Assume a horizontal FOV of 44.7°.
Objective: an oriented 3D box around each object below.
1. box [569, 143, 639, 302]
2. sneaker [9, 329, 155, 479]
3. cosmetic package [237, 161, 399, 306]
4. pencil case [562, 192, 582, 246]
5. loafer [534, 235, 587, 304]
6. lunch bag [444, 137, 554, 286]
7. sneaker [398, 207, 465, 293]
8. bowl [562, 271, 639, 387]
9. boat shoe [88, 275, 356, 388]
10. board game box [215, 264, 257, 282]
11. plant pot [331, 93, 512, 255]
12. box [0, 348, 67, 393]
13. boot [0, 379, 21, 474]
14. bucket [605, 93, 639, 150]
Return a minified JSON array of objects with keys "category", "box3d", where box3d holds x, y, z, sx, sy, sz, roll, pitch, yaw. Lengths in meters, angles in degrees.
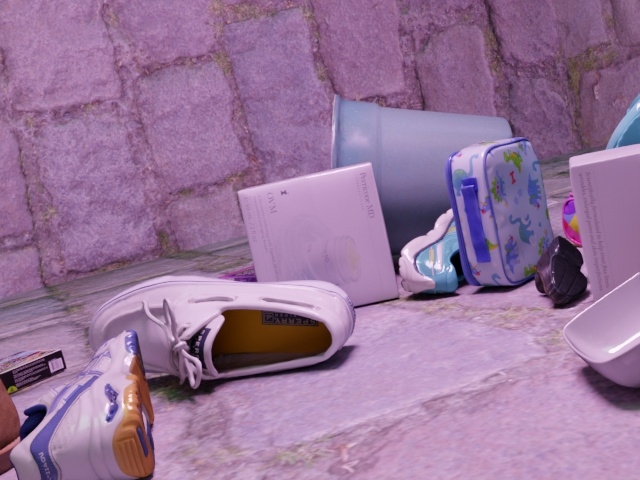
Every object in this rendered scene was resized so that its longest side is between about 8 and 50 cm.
[{"category":"box","box3d":[0.417,-0.030,0.973,0.181,0.181,0.119,-10,6,18]},{"category":"sneaker","box3d":[-0.246,0.171,0.815,0.130,0.112,0.296,-14,6,-10]},{"category":"cosmetic package","box3d":[0.000,0.000,1.306,0.224,0.224,0.138,-13,6,2]},{"category":"pencil case","box3d":[0.535,-0.059,1.366,0.236,0.104,0.104,-15,7,-26]},{"category":"loafer","box3d":[0.322,0.052,1.062,0.061,0.062,0.170,-52,-5,26]},{"category":"lunch bag","box3d":[0.273,-0.044,1.194,0.090,0.219,0.176,-7,9,43]},{"category":"sneaker","box3d":[0.236,0.021,1.294,0.110,0.107,0.275,6,28,35]},{"category":"bowl","box3d":[0.300,0.076,0.701,0.142,0.053,0.142,-37,3,6]},{"category":"boat shoe","box3d":[-0.144,0.127,0.991,0.367,0.136,0.156,-1,12,11]},{"category":"board game box","box3d":[-0.039,0.056,1.699,0.208,0.056,0.346,0,13,44]},{"category":"plant pot","box3d":[0.192,-0.114,1.524,0.334,0.341,0.341,0,7,3]},{"category":"box","box3d":[-0.516,0.221,1.213,0.114,0.036,0.207,-8,8,34]},{"category":"boot","box3d":[-0.408,0.214,0.748,0.112,0.115,0.305,-9,8,17]},{"category":"bucket","box3d":[0.544,-0.112,1.101,0.281,0.281,0.183,-9,13,30]}]
